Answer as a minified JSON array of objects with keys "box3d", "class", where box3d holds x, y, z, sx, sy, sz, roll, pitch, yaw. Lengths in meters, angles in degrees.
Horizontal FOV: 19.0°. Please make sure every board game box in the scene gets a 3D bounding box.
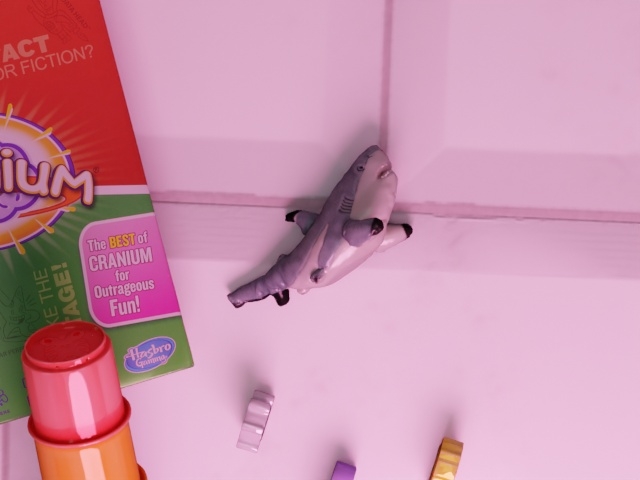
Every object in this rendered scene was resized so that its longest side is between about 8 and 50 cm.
[{"box3d":[-0.249,-0.027,1.393,0.242,0.064,0.316,-17,97,-17],"class":"board game box"}]

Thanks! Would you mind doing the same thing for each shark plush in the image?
[{"box3d":[0.000,0.000,1.444,0.161,0.073,0.067,-41,73,28],"class":"shark plush"}]

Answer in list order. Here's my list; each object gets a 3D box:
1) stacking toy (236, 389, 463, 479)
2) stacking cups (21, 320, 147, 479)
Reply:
[{"box3d":[0.001,0.235,1.460,0.167,0.052,0.221,16,99,2],"class":"stacking toy"},{"box3d":[-0.157,0.210,1.386,0.096,0.096,0.316,-4,121,4],"class":"stacking cups"}]
